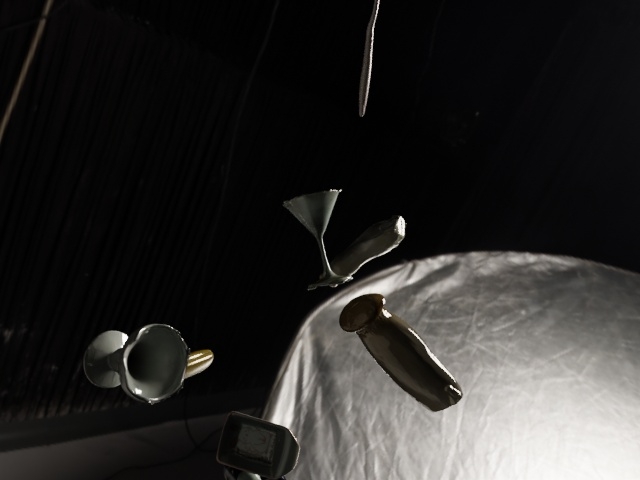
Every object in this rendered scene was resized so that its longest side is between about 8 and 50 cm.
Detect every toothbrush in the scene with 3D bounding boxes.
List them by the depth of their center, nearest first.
[{"bbox_3d":[0.098,-0.416,1.148,0.030,0.306,0.025,10,20,14],"label":"toothbrush"}]

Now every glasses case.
[{"bbox_3d":[-0.440,0.416,1.816,0.064,0.079,0.234,42,19,18],"label":"glasses case"}]

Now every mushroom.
[{"bbox_3d":[0.218,0.297,1.383,0.407,0.137,0.154,43,18,-17],"label":"mushroom"},{"bbox_3d":[0.146,0.036,1.863,0.097,0.351,0.109,53,1,-35],"label":"mushroom"}]

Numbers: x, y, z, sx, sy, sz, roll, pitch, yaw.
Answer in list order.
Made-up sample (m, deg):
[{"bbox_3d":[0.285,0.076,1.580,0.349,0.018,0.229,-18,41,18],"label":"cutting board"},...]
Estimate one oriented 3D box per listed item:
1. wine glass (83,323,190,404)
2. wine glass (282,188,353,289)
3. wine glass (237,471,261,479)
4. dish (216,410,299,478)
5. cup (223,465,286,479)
[{"bbox_3d":[-0.405,0.260,1.182,0.197,0.164,0.165,-6,-5,36],"label":"wine glass"},{"bbox_3d":[0.000,0.000,1.364,0.156,0.232,0.156,-13,-3,-1],"label":"wine glass"},{"bbox_3d":[-0.234,0.762,1.825,0.079,0.079,0.195,18,56,-23],"label":"wine glass"},{"bbox_3d":[-0.177,0.606,1.625,0.235,0.153,0.064,14,-8,10],"label":"dish"},{"bbox_3d":[-0.225,0.855,2.056,0.179,0.254,0.256,25,-12,-24],"label":"cup"}]
